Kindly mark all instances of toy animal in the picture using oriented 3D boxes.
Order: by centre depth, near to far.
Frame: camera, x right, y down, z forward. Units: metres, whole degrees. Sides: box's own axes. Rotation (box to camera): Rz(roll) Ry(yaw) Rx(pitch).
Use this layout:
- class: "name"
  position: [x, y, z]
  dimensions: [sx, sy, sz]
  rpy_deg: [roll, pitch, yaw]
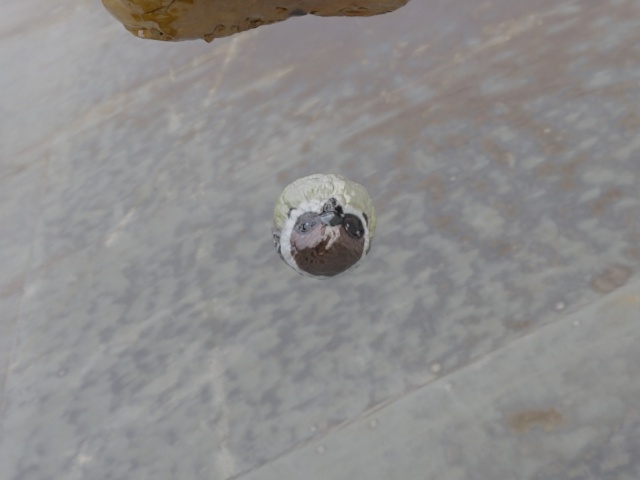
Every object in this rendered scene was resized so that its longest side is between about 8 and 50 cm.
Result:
- class: "toy animal"
  position: [0.000, 0.000, 0.820]
  dimensions: [0.098, 0.137, 0.098]
  rpy_deg: [5, 58, -8]

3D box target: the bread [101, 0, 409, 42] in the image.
- class: "bread"
  position: [-0.056, -0.281, 0.419]
  dimensions: [0.185, 0.380, 0.109]
  rpy_deg: [-15, -14, -12]
